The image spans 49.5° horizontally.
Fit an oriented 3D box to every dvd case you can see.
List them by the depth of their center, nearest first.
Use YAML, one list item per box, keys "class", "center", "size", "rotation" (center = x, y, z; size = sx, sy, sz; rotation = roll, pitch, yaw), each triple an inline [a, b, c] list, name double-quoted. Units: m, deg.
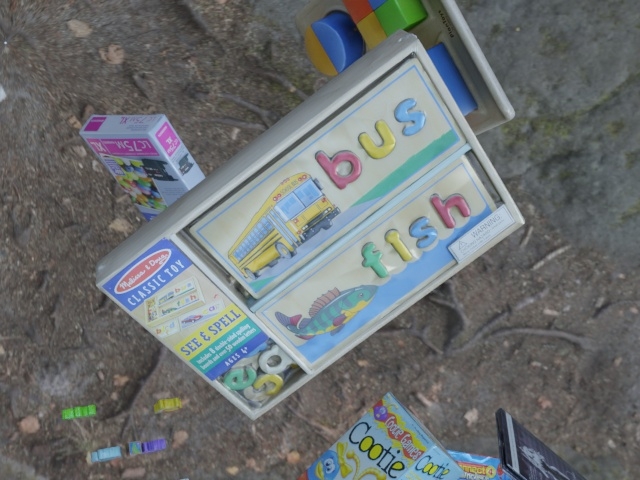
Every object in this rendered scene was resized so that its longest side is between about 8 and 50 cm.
- class: "dvd case"
  center: [0.353, 0.363, 1.039]
  size: [0.221, 0.164, 0.018]
  rotation: [40, 108, -2]

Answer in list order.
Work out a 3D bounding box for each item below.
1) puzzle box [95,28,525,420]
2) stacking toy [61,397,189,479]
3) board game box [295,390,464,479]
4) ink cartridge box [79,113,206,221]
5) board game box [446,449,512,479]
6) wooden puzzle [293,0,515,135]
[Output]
- class: "puzzle box"
  center: [0.000, 0.000, 0.769]
  size: [0.409, 0.052, 0.272]
  rotation: [-37, 121, 5]
- class: "stacking toy"
  center: [-0.347, 0.378, 1.249]
  size: [0.221, 0.052, 0.166]
  rotation: [2, 64, -32]
- class: "board game box"
  center: [0.088, 0.430, 1.221]
  size: [0.275, 0.142, 0.144]
  rotation: [-43, 132, -2]
- class: "ink cartridge box"
  center: [-0.309, -0.113, 1.358]
  size: [0.065, 0.186, 0.311]
  rotation: [-64, 143, -30]
- class: "board game box"
  center: [0.350, 0.579, 1.741]
  size: [0.302, 0.308, 0.086]
  rotation: [13, 72, -16]
- class: "wooden puzzle"
  center: [0.100, -0.272, 1.090]
  size: [0.081, 0.348, 0.322]
  rotation: [-35, 98, -29]
